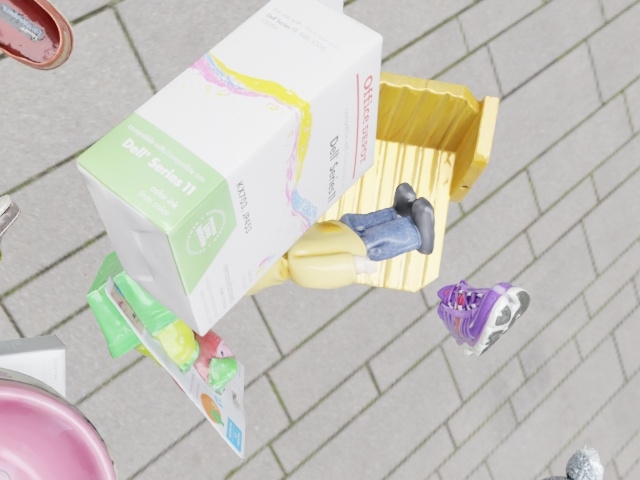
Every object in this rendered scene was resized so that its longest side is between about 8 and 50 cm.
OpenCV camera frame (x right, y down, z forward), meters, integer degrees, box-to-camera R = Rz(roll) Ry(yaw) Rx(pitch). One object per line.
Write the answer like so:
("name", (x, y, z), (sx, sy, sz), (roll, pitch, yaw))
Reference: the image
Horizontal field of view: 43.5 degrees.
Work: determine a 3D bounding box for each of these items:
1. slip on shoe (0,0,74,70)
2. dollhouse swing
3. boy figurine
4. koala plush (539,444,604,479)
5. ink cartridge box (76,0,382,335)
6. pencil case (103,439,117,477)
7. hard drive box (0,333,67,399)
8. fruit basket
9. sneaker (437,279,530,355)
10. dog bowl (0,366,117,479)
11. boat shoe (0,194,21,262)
("slip on shoe", (-0.461, -0.330, 1.019), (0.331, 0.101, 0.123), (35, 93, -28))
("dollhouse swing", (0.113, -0.097, 1.489), (0.346, 0.315, 0.305), (10, 72, -2))
("boy figurine", (0.000, 0.000, 1.053), (0.285, 0.177, 0.092), (-12, 123, -16))
("koala plush", (0.325, 0.397, 1.110), (0.196, 0.203, 0.221), (-42, 146, -22))
("ink cartridge box", (-0.048, -0.100, 0.800), (0.353, 0.119, 0.207), (-46, 158, -23))
("pencil case", (-0.513, 0.379, 1.275), (0.160, 0.183, 0.410), (-50, 141, 15))
("hard drive box", (-0.603, 0.287, 1.510), (0.232, 0.089, 0.181), (-3, 102, -32))
("fruit basket", (-0.223, 0.153, 1.358), (0.165, 0.327, 0.353), (-39, 107, 8))
("sneaker", (0.145, 0.069, 0.775), (0.068, 0.170, 0.071), (-43, 83, -14))
("dog bowl", (-0.439, 0.357, 1.015), (0.407, 0.150, 0.408), (9, 75, -34))
("boat shoe", (-0.757, 0.038, 1.749), (0.324, 0.116, 0.096), (-45, 115, 6))
